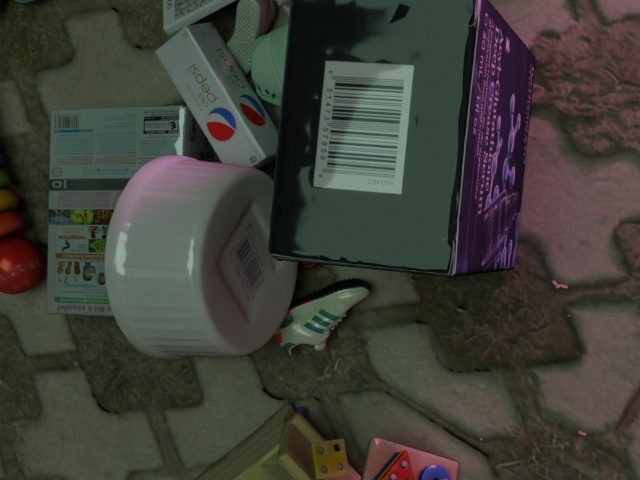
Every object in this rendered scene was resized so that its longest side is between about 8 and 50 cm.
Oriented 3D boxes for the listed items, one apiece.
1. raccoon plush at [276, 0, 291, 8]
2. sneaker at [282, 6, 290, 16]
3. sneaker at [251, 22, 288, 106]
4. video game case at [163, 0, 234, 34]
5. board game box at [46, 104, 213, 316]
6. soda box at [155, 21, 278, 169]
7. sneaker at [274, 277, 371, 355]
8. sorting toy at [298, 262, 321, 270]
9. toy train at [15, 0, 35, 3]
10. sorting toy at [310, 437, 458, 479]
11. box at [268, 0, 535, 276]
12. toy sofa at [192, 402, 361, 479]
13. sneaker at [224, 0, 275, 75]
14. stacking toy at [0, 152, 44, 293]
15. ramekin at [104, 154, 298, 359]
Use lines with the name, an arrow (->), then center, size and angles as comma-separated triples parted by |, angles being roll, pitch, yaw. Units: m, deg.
raccoon plush -> -0.134, -0.545, 1.469 | 0.299, 0.216, 0.446 | 5, 75, 25
sneaker -> 0.050, -0.354, 1.507 | 0.211, 0.080, 0.081 | -27, 104, 17
sneaker -> -0.015, -0.180, 1.526 | 0.151, 0.094, 0.255 | 3, 114, 54
video game case -> -0.158, -0.377, 1.562 | 0.157, 0.019, 0.143 | -23, 47, 18
board game box -> -0.279, -0.039, 1.598 | 0.224, 0.097, 0.303 | 1, 88, 20
soda box -> -0.138, -0.197, 1.538 | 0.069, 0.074, 0.216 | -32, 89, 30
sneaker -> 0.006, 0.110, 1.523 | 0.161, 0.057, 0.075 | -23, 98, 16
sorting toy -> 0.000, 0.000, 1.526 | 0.061, 0.042, 0.102 | 37, 100, 16
toy train -> -0.558, -0.447, 1.688 | 0.334, 0.142, 0.190 | -13, 75, 19
sorting toy -> 0.110, 0.333, 1.415 | 0.275, 0.046, 0.132 | 20, 69, -18
box -> 0.114, -0.113, 1.301 | 0.212, 0.395, 0.293 | 6, 92, 19
toy sofa -> -0.117, 0.403, 1.522 | 0.362, 0.177, 0.150 | -40, 100, 14
sneaker -> -0.099, -0.298, 1.568 | 0.051, 0.070, 0.134 | 26, 127, 9
stacking toy -> -0.524, -0.070, 1.670 | 0.141, 0.141, 0.330 | -29, 84, 17
ramekin -> -0.144, 0.025, 1.441 | 0.135, 0.277, 0.277 | 3, 90, 31
